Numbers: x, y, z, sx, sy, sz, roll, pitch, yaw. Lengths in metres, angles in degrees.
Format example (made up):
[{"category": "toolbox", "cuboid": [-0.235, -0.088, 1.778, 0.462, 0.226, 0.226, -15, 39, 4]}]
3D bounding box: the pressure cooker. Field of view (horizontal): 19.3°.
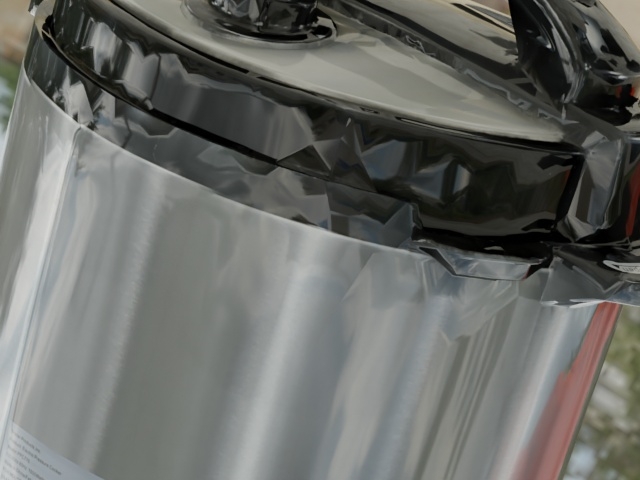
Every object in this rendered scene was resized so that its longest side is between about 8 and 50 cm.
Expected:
[{"category": "pressure cooker", "cuboid": [-0.002, 0.001, 1.060, 0.370, 0.420, 0.375, 12, -161, -10]}]
